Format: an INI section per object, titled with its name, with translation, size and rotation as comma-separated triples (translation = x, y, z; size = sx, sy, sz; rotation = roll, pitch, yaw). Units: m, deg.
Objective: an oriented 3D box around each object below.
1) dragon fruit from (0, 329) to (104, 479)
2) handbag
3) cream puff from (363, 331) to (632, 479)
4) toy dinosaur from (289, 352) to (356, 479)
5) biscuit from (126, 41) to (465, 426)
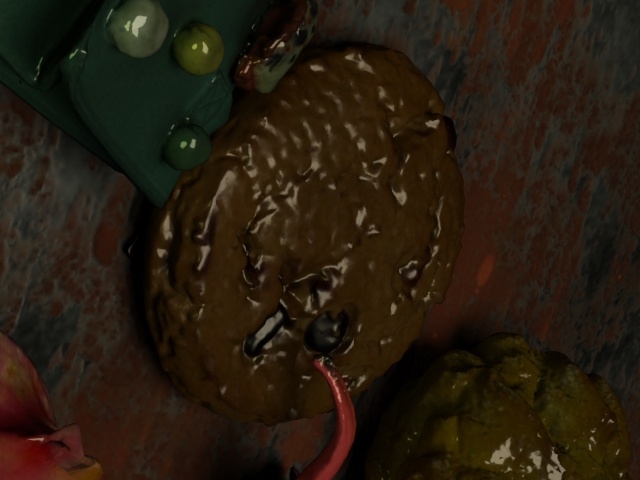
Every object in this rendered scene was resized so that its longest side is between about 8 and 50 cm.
[dragon fruit]
translation = -0.270, 0.204, 0.750
size = 0.386, 0.249, 0.371
rotation = 4, 138, -38
[handbag]
translation = -0.060, -0.166, 0.900
size = 0.269, 0.100, 0.274
rotation = -60, 165, -9
[cream puff]
translation = 0.145, 0.198, 1.291
size = 0.244, 0.196, 0.244
rotation = -4, 113, -11
[toy dinosaur]
translation = -0.019, 0.195, 1.164
size = 0.139, 0.070, 0.286
rotation = -53, 159, -73
[biscuit]
translation = 0.001, 0.001, 1.127
size = 0.296, 0.075, 0.296
rotation = -21, 123, -37
